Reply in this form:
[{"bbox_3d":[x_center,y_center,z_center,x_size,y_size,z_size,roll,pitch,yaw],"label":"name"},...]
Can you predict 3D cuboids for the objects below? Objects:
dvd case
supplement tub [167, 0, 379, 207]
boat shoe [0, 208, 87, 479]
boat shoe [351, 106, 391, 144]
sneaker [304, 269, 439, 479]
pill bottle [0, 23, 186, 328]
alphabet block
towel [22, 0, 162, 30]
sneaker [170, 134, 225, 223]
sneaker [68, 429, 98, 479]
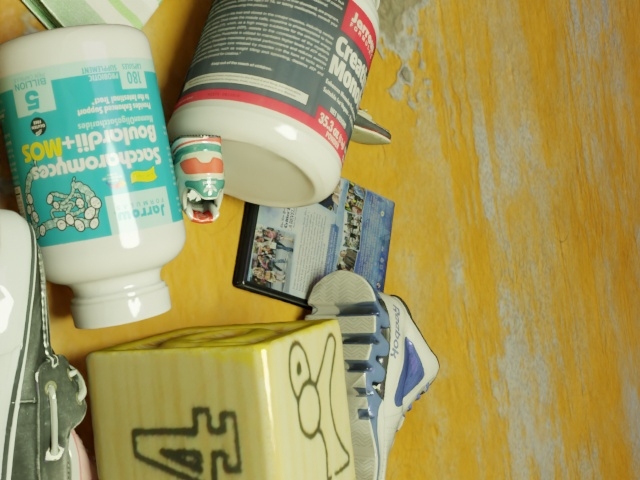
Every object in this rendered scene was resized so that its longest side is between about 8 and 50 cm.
[{"bbox_3d":[0.000,0.000,1.134,0.253,0.022,0.180,22,71,-44],"label":"dvd case"},{"bbox_3d":[-0.043,-0.191,0.984,0.191,0.191,0.272,33,63,-40],"label":"supplement tub"},{"bbox_3d":[-0.265,0.141,0.775,0.119,0.121,0.335,4,94,-42],"label":"boat shoe"},{"bbox_3d":[0.044,-0.159,1.180,0.137,0.049,0.043,16,72,-40],"label":"boat shoe"},{"bbox_3d":[0.073,0.201,1.108,0.182,0.127,0.316,10,83,-51],"label":"sneaker"},{"bbox_3d":[-0.208,-0.056,0.828,0.146,0.146,0.264,-16,98,-46],"label":"pill bottle"},{"bbox_3d":[-0.088,0.187,0.864,0.192,0.193,0.197,-5,89,-69],"label":"alphabet block"},{"bbox_3d":[-0.223,-0.367,0.924,0.248,0.038,0.325,49,53,-32],"label":"towel"},{"bbox_3d":[-0.133,-0.046,0.902,0.057,0.161,0.075,-3,74,-22],"label":"sneaker"},{"bbox_3d":[-0.228,0.225,0.854,0.070,0.051,0.134,-17,88,-65],"label":"sneaker"}]
